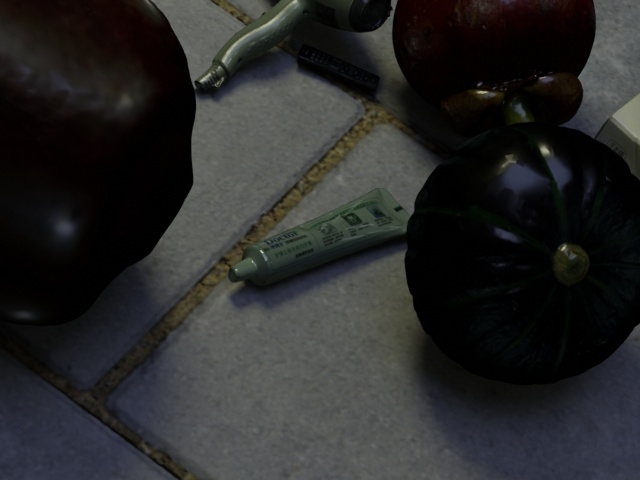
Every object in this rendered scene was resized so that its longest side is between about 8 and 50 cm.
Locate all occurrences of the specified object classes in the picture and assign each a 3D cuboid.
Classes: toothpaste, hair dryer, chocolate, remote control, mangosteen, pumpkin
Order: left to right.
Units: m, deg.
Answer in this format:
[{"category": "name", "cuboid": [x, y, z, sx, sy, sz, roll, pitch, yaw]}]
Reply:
[{"category": "chocolate", "cuboid": [-0.280, -0.082, 1.384, 0.331, 0.383, 0.383, 33, 49, -10]}, {"category": "hair dryer", "cuboid": [-0.061, -0.267, 1.758, 0.225, 0.088, 0.219, -24, 48, -5]}, {"category": "toothpaste", "cuboid": [0.000, 0.000, 1.591, 0.218, 0.041, 0.064, -22, 57, -36]}, {"category": "remote control", "cuboid": [0.018, -0.182, 1.751, 0.091, 0.016, 0.034, 23, 34, -1]}, {"category": "mangosteen", "cuboid": [0.188, -0.189, 1.703, 0.215, 0.215, 0.257, -10, 78, -25]}, {"category": "pumpkin", "cuboid": [0.187, 0.009, 1.553, 0.248, 0.248, 0.248, 10, 51, -12]}]

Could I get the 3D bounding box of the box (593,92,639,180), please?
[{"category": "box", "cuboid": [0.437, -0.067, 1.773, 0.256, 0.069, 0.164, 43, 52, 15]}]
